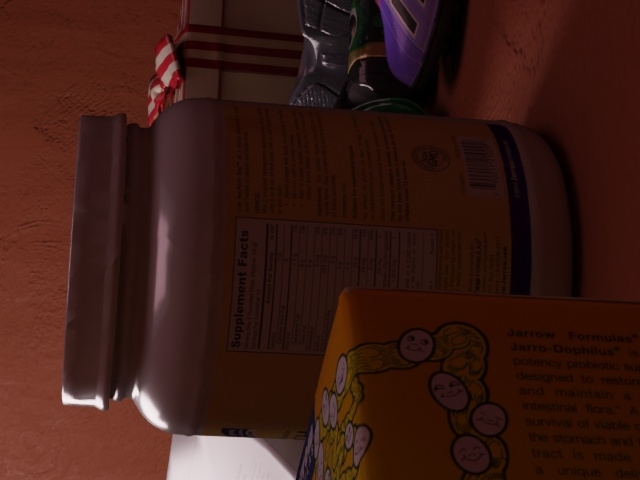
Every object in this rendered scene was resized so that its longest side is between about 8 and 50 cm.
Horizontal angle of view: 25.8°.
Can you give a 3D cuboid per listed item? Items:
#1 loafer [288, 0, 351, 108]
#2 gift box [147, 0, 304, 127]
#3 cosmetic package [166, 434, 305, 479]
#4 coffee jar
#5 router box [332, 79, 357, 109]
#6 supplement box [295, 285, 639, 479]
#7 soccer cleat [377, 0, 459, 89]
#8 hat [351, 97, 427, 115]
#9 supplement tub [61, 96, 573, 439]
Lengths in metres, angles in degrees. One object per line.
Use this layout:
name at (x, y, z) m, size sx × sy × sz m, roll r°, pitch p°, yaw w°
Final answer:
loafer at (0.025, -0.209, 1.611) m, size 0.095 × 0.109 × 0.302 m, roll -70°, pitch -13°, yaw -47°
gift box at (-0.093, -0.219, 1.833) m, size 0.255 × 0.258 × 0.276 m, roll 119°, pitch 152°, yaw -69°
cosmetic package at (-0.019, 0.285, 1.247) m, size 0.284 × 0.097 × 0.377 m, roll 42°, pitch 143°, yaw 24°
coffee jar at (0.068, -0.221, 1.387) m, size 0.096 × 0.079 × 0.184 m, roll 119°, pitch 154°, yaw -78°
router box at (0.000, 0.000, 1.527) m, size 0.309 × 0.081 × 0.243 m, roll 119°, pitch 170°, yaw -69°
supplement box at (0.101, 0.218, 0.666) m, size 0.194 × 0.195 × 0.356 m, roll 103°, pitch 168°, yaw -45°
soccer cleat at (0.072, -0.299, 1.276) m, size 0.108 × 0.116 × 0.318 m, roll -140°, pitch 54°, yaw -79°
hat at (-0.013, -0.087, 1.250) m, size 0.208 × 0.183 × 0.173 m, roll 17°, pitch 81°, yaw 52°
supplement tub at (-0.011, 0.023, 0.999) m, size 0.241 × 0.331 × 0.241 m, roll -177°, pitch 90°, yaw -81°
